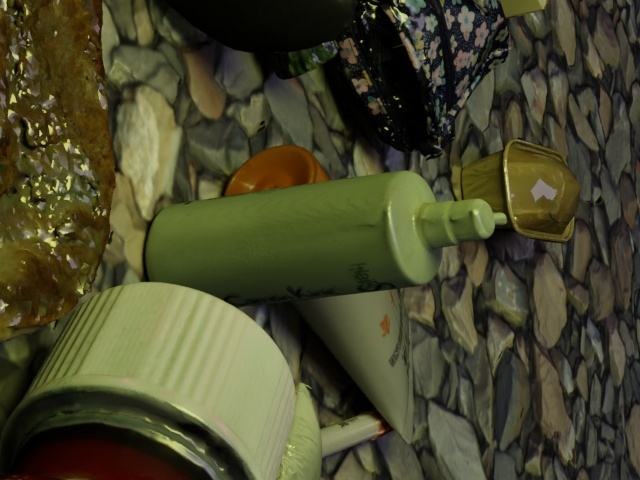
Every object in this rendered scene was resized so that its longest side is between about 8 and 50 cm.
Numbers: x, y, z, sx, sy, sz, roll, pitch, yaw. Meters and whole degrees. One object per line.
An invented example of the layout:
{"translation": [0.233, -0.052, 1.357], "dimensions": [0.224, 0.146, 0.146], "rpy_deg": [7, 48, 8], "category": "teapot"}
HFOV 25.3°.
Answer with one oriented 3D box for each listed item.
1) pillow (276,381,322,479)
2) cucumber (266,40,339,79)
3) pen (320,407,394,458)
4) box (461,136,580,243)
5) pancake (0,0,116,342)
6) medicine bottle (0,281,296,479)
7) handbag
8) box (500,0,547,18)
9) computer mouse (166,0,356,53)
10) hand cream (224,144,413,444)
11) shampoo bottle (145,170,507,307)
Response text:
{"translation": [-0.032, 0.224, 1.045], "dimensions": [0.128, 0.051, 0.229], "rpy_deg": [-74, 173, -55], "category": "pillow"}
{"translation": [-0.056, -0.240, 1.189], "dimensions": [0.211, 0.062, 0.078], "rpy_deg": [61, 3, -22], "category": "cucumber"}
{"translation": [0.014, 0.172, 1.240], "dimensions": [0.239, 0.028, 0.028], "rpy_deg": [-8, 91, -58], "category": "pen"}
{"translation": [0.229, -0.052, 1.567], "dimensions": [0.177, 0.111, 0.111], "rpy_deg": [6, 79, -58], "category": "box"}
{"translation": [-0.236, -0.114, 0.858], "dimensions": [0.356, 0.065, 0.356], "rpy_deg": [19, 68, -58], "category": "pancake"}
{"translation": [-0.129, 0.206, 0.806], "dimensions": [0.242, 0.243, 0.395], "rpy_deg": [66, 27, -25], "category": "medicine bottle"}
{"translation": [0.087, -0.206, 1.345], "dimensions": [0.208, 0.127, 0.228], "rpy_deg": [-51, 127, -42], "category": "handbag"}
{"translation": [0.197, -0.376, 1.590], "dimensions": [0.168, 0.095, 0.212], "rpy_deg": [56, 40, -39], "category": "box"}
{"translation": [-0.078, -0.264, 1.048], "dimensions": [0.295, 0.168, 0.087], "rpy_deg": [64, 38, -24], "category": "computer mouse"}
{"translation": [0.020, 0.052, 1.229], "dimensions": [0.314, 0.089, 0.139], "rpy_deg": [56, 28, -48], "category": "hand cream"}
{"translation": [0.000, 0.000, 1.026], "dimensions": [0.085, 0.262, 0.085], "rpy_deg": [20, 67, -57], "category": "shampoo bottle"}
